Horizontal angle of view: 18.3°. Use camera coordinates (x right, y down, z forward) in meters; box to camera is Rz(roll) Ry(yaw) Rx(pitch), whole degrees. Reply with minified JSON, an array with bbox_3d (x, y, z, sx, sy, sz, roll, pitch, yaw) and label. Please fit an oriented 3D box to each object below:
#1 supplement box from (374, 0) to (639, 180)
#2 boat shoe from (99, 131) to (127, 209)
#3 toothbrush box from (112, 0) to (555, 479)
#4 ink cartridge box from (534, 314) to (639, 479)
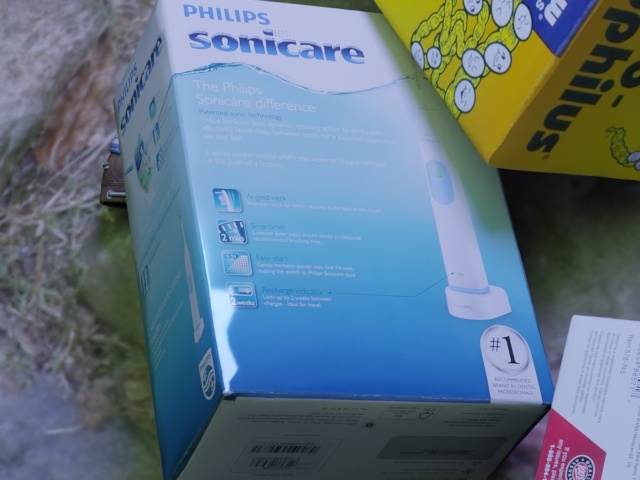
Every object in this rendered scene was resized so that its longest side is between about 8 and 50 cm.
[{"bbox_3d":[0.141,-0.229,1.285,0.194,0.195,0.356,-58,47,32],"label":"supplement box"},{"bbox_3d":[-0.078,-0.022,1.400,0.183,0.066,0.066,22,88,32],"label":"boat shoe"},{"bbox_3d":[0.000,0.000,1.248,0.216,0.126,0.296,3,57,-23],"label":"toothbrush box"},{"bbox_3d":[0.229,0.131,1.140,0.176,0.127,0.128,6,66,26],"label":"ink cartridge box"}]
